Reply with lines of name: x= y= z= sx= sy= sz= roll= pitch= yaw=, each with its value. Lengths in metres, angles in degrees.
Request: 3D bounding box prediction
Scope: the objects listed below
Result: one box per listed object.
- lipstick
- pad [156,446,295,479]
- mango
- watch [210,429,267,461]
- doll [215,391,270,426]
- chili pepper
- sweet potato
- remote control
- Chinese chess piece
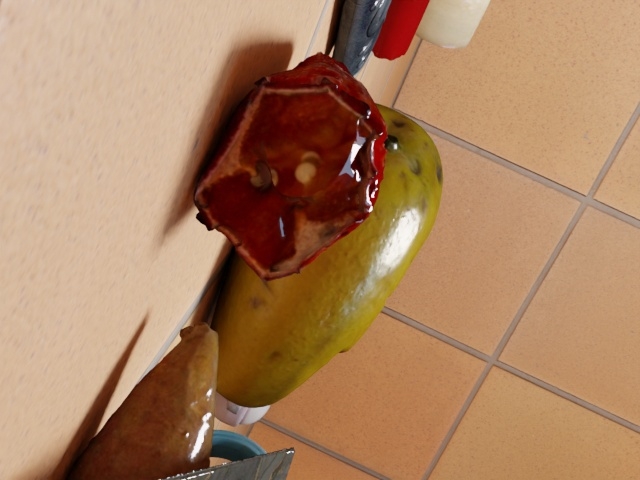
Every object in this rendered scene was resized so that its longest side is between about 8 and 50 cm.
lipstick: x=0.115 y=-0.334 z=1.292 sx=0.280 sy=0.073 sz=0.073 roll=111 pitch=5 yaw=-58
pad: x=-0.139 y=0.269 z=0.683 sx=0.367 sy=0.007 sz=0.248 roll=8 pitch=101 yaw=-63
mango: x=-0.008 y=0.018 z=1.146 sx=0.365 sy=0.182 sz=0.253 roll=-54 pitch=180 yaw=2
watch: x=-0.146 y=0.340 z=1.319 sx=0.211 sy=0.210 sz=0.193 roll=110 pitch=-16 yaw=-60
doll: x=-0.079 y=0.147 z=1.547 sx=0.160 sy=0.094 sz=0.365 roll=-58 pitch=-177 yaw=28
chili pepper: x=-0.016 y=-0.073 z=0.816 sx=0.253 sy=0.136 sz=0.144 roll=-81 pitch=167 yaw=-71
sweet potato: x=-0.143 y=0.222 z=0.782 sx=0.337 sy=0.131 sz=0.131 roll=-63 pitch=177 yaw=-14
remote control: x=0.057 y=-0.274 z=0.992 sx=0.107 sy=0.044 sz=0.377 roll=-61 pitch=176 yaw=-18
Chinese chess piece: x=0.232 y=-0.464 z=1.630 sx=0.338 sy=0.140 sz=0.338 roll=25 pitch=90 yaw=-87
